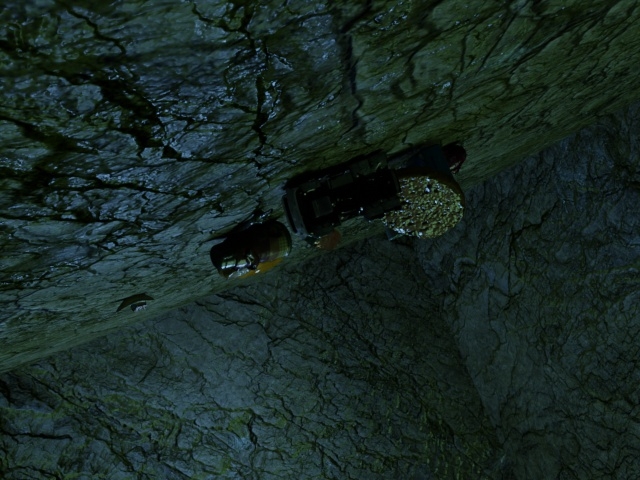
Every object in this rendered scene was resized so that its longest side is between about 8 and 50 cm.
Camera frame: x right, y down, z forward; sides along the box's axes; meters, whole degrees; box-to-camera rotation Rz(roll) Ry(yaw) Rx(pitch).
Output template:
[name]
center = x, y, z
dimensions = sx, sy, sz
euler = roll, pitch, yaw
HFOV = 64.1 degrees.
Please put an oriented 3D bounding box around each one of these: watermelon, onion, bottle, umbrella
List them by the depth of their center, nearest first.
[umbrella]
center = -0.210, -0.058, 1.552
dimensions = 0.269, 0.044, 0.044
euler = -20, -143, 51
[bottle]
center = -0.232, 0.030, 1.705
dimensions = 0.271, 0.143, 0.156
euler = -18, 172, -34
[onion]
center = 0.453, -0.276, 1.768
dimensions = 0.115, 0.104, 0.115
euler = -28, -169, 6
[watermelon]
center = -0.010, -0.018, 2.451
dimensions = 0.146, 0.128, 0.231
euler = 6, 177, 33

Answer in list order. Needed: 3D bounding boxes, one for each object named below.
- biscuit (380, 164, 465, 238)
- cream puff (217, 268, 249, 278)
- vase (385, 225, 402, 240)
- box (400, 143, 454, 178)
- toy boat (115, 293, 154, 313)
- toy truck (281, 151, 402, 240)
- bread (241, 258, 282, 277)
[biscuit]
center = 0.309, -0.123, 1.615
dimensions = 0.296, 0.296, 0.075
euler = -27, -144, 34
[cream puff]
center = -0.320, 0.075, 1.914
dimensions = 0.150, 0.115, 0.165
euler = -29, 166, -10
[vase]
center = 0.237, -0.118, 1.778
dimensions = 0.096, 0.219, 0.096
euler = -23, 174, -3
[box]
center = 0.354, -0.218, 1.715
dimensions = 0.073, 0.139, 0.194
euler = -21, 174, -17
[toy boat]
center = -0.777, 0.266, 2.137
dimensions = 0.065, 0.066, 0.172
euler = -23, 174, 36
[toy truck]
center = 0.071, -0.118, 1.414
dimensions = 0.364, 0.176, 0.178
euler = -21, -173, -29
[bread]
center = -0.263, 0.077, 2.141
dimensions = 0.174, 0.121, 0.246
euler = -25, 172, 29
